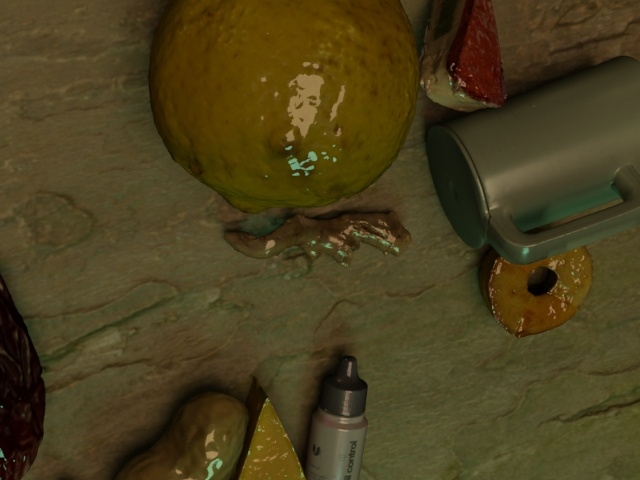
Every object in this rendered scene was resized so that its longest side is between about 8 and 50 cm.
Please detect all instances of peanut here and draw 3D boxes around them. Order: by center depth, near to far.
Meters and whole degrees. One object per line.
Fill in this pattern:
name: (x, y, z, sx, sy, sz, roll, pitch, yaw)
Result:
peanut: (-0.224, 0.360, 1.628, 0.147, 0.147, 0.319, 33, 97, -21)

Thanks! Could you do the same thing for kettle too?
kettle: (0.348, -0.104, 1.608, 0.318, 0.205, 0.265, -19, 75, -10)

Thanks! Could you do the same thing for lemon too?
lemon: (-0.043, -0.220, 1.414, 0.349, 0.350, 0.387, 13, 94, -19)

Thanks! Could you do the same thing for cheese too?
cheese: (-0.091, 0.302, 1.673, 0.126, 0.093, 0.171, -6, 106, -12)

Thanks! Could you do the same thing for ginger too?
ginger: (0.000, 0.000, 1.633, 0.288, 0.075, 0.089, -6, 111, -19)

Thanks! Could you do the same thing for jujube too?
jujube: (-0.494, 0.172, 1.475, 0.216, 0.216, 0.342, -9, 102, -14)

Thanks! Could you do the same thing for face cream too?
face cream: (0.023, 0.328, 1.716, 0.092, 0.092, 0.311, 4, 103, -17)

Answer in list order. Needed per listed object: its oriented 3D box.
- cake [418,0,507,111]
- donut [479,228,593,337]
cake: (0.185, -0.288, 1.533, 0.116, 0.086, 0.221, -2, 82, -49)
donut: (0.335, 0.060, 1.741, 0.190, 0.074, 0.174, -25, 109, -13)
